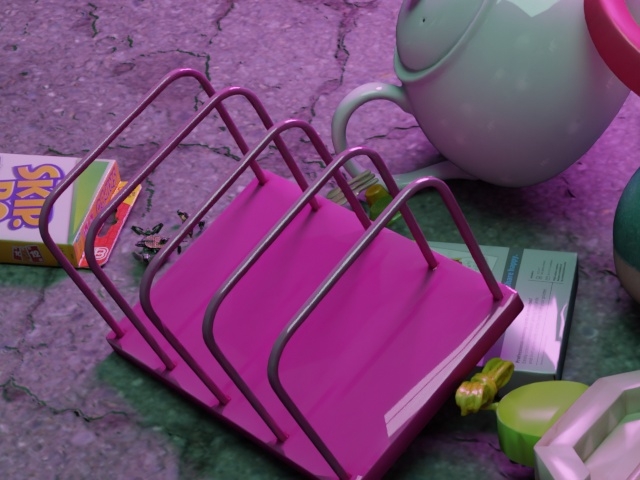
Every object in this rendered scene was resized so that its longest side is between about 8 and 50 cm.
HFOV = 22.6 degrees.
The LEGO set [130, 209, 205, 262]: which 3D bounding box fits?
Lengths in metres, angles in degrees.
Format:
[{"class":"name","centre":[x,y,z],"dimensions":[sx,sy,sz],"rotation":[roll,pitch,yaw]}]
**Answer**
[{"class":"LEGO set","centre":[-0.137,0.002,1.414],"dimensions":[0.083,0.023,0.054],"rotation":[-18,41,-33]}]

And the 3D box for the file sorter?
[{"class":"file sorter","centre":[-0.041,0.016,1.199],"dimensions":[0.291,0.182,0.202],"rotation":[27,68,40]}]

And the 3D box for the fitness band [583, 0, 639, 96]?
[{"class":"fitness band","centre":[0.347,-0.192,1.283],"dimensions":[0.291,0.054,0.209],"rotation":[-18,67,-23]}]

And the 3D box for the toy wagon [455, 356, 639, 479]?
[{"class":"toy wagon","centre":[0.257,0.148,1.097],"dimensions":[0.344,0.068,0.267],"rotation":[9,27,33]}]

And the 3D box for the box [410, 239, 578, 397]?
[{"class":"box","centre":[0.107,0.061,1.290],"dimensions":[0.186,0.038,0.145],"rotation":[4,41,15]}]

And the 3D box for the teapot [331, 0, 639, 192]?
[{"class":"teapot","centre":[0.146,-0.177,1.386],"dimensions":[0.187,0.252,0.256],"rotation":[26,66,-22]}]

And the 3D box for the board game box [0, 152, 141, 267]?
[{"class":"board game box","centre":[-0.304,-0.032,1.468],"dimensions":[0.260,0.039,0.124],"rotation":[6,42,11]}]

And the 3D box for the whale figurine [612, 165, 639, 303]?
[{"class":"whale figurine","centre":[0.351,-0.034,1.278],"dimensions":[0.216,0.141,0.272],"rotation":[19,35,39]}]

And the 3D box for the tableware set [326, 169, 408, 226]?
[{"class":"tableware set","centre":[0.000,0.000,1.361],"dimensions":[0.154,0.024,0.104],"rotation":[-32,25,-3]}]
